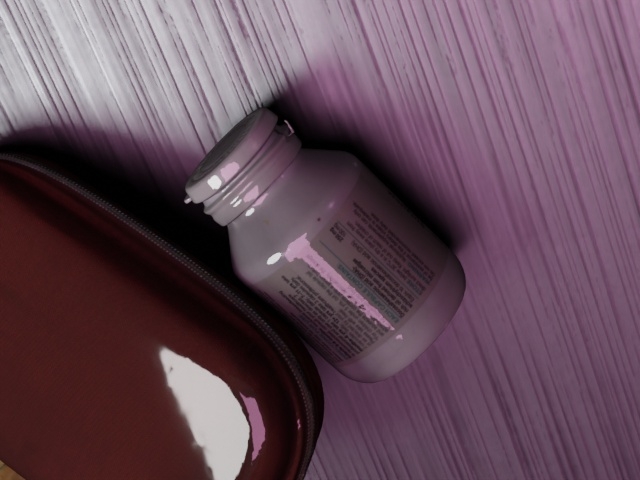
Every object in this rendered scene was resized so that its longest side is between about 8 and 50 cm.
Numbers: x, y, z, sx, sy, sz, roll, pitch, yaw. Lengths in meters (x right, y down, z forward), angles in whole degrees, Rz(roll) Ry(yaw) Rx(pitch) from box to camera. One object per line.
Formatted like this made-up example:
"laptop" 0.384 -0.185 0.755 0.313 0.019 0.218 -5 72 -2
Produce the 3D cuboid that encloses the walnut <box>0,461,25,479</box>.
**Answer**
"walnut" -0.219 0.287 1.298 0.198 0.198 0.245 -15 106 18

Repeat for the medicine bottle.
"medicine bottle" 0.000 0.000 1.118 0.215 0.135 0.135 43 118 -14

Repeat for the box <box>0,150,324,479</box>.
"box" -0.181 0.101 1.158 0.404 0.108 0.263 34 119 18
